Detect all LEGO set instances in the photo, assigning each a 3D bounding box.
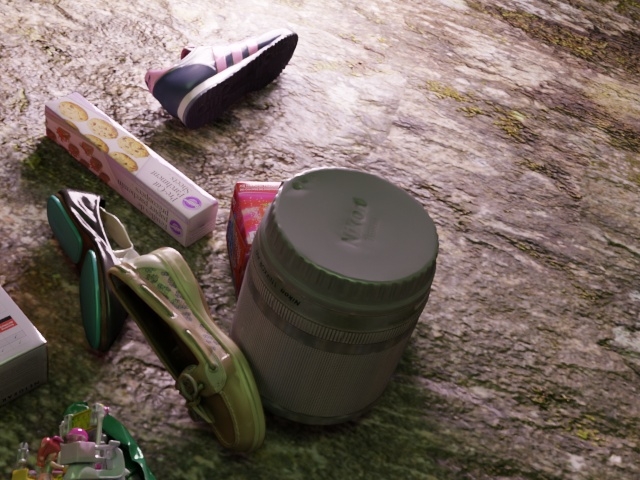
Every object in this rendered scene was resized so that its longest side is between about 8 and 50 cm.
[{"bbox_3d":[-0.319,0.230,0.918,0.287,0.132,0.107,-12,62,21],"label":"LEGO set"}]

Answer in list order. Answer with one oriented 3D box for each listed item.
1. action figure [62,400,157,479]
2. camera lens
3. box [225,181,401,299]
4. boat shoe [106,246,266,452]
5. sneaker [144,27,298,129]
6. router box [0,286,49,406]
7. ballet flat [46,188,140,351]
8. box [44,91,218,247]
[{"bbox_3d":[-0.217,0.258,0.965,0.063,0.137,0.232,-34,54,-24],"label":"action figure"},{"bbox_3d":[0.010,0.076,1.074,0.219,0.274,0.219,10,42,-9],"label":"camera lens"},{"bbox_3d":[0.000,0.000,1.259,0.257,0.123,0.128,0,46,-16],"label":"box"},{"bbox_3d":[-0.165,0.141,1.066,0.089,0.104,0.285,-17,63,-39],"label":"boat shoe"},{"bbox_3d":[-0.168,-0.316,1.530,0.131,0.112,0.319,36,47,15],"label":"sneaker"},{"bbox_3d":[-0.544,0.119,1.015,0.335,0.082,0.301,-28,59,-36],"label":"router box"},{"bbox_3d":[-0.291,0.027,1.174,0.096,0.095,0.280,-4,48,-31],"label":"ballet flat"},{"bbox_3d":[-0.293,-0.113,1.328,0.324,0.063,0.067,38,49,20],"label":"box"}]
